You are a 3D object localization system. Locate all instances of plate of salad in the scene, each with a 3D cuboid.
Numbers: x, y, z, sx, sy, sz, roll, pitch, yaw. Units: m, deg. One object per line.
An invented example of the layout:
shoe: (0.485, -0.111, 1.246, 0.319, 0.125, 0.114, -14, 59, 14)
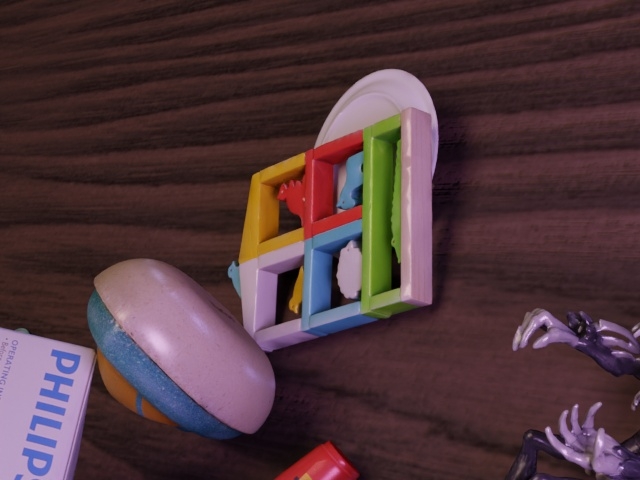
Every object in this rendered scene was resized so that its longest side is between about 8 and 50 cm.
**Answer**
plate of salad: (0.056, -0.074, 1.580, 0.199, 0.048, 0.200, -23, 60, 45)

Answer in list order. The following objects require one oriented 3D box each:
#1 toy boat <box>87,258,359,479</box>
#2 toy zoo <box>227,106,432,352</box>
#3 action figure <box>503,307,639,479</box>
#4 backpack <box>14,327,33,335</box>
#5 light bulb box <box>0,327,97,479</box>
toy boat: (-0.109, 0.158, 1.446, 0.148, 0.267, 0.318, -42, 63, 0)
toy zoo: (0.000, 0.000, 1.558, 0.293, 0.030, 0.192, -19, 63, 47)
action figure: (0.201, 0.130, 1.121, 0.276, 0.141, 0.164, -47, 21, 15)
backpack: (-0.404, 0.203, 1.863, 0.165, 0.144, 0.188, -14, 53, 40)
light bulb box: (-0.428, 0.241, 1.532, 0.358, 0.361, 0.225, 111, 171, -54)
